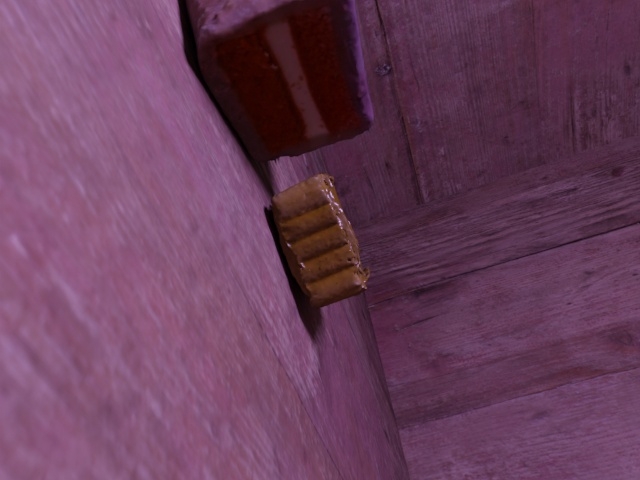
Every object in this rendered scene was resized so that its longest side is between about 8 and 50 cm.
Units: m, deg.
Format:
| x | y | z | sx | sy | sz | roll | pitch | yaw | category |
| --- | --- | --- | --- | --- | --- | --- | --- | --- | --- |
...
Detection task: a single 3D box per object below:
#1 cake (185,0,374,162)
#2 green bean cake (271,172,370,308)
| x | y | z | sx | sy | sz | roll | pitch | yaw | category |
| --- | --- | --- | --- | --- | --- | --- | --- | --- | --- |
| -0.056 | -0.306 | 0.791 | 0.309 | 0.237 | 0.230 | 65 | 10 | -57 | cake |
| 0.000 | 0.000 | 0.919 | 0.224 | 0.131 | 0.229 | -59 | 128 | -85 | green bean cake |
